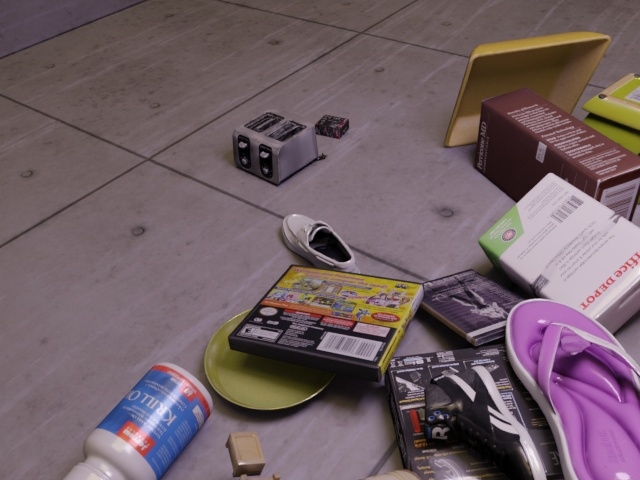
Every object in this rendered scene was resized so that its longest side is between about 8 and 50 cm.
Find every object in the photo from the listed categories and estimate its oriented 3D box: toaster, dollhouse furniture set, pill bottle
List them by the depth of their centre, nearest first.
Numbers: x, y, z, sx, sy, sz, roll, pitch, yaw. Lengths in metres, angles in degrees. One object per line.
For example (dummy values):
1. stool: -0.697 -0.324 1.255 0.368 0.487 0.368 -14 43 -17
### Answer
1. dollhouse furniture set: -0.047 0.375 0.907 0.161 0.101 0.182 7 33 -27
2. pill bottle: -0.273 0.301 0.964 0.124 0.124 0.221 16 44 23
3. toaster: -0.106 -0.242 1.624 0.168 0.110 0.186 28 49 32

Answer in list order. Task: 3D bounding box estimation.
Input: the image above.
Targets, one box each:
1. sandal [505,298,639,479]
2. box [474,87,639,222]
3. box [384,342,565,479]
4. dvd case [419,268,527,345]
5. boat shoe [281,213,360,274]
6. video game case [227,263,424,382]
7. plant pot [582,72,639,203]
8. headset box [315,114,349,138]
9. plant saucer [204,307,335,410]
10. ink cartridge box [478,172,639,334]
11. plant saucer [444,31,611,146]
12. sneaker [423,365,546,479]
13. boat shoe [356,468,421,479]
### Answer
1. sandal: 0.380 0.197 0.899 0.169 0.102 0.416 -7 34 1
2. box: 0.509 -0.167 1.412 0.143 0.191 0.381 -17 41 -16
3. box: 0.270 0.274 0.984 0.308 0.076 0.242 -7 39 -3
4. dvd case: 0.278 0.116 1.167 0.165 0.018 0.221 -13 24 -22
5. boat shoe: 0.000 0.000 1.337 0.095 0.084 0.258 -27 45 -25
6. video game case: 0.017 0.133 1.131 0.275 0.035 0.248 7 32 24
7. plant pot: 0.727 -0.249 1.481 0.228 0.207 0.227 -32 47 -28
8. headset box: 0.036 -0.312 1.756 0.083 0.032 0.062 16 44 21
9. plant saucer: -0.082 0.208 1.128 0.241 0.037 0.241 -2 39 2
10. ink cartridge box: 0.463 0.032 1.176 0.198 0.115 0.273 -43 47 1
11. plant saucer: 0.475 -0.377 1.556 0.333 0.333 0.081 -10 62 -7
12. sneaker: 0.209 0.273 0.880 0.121 0.079 0.217 -14 33 -6
13. boat shoe: 0.128 0.427 0.753 0.110 0.121 0.341 4 28 -31
